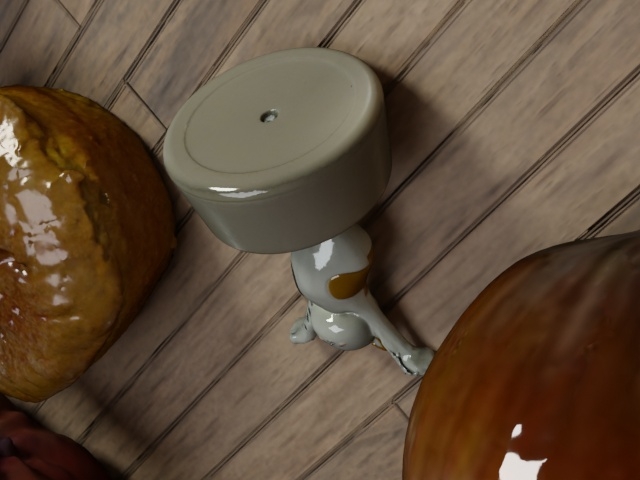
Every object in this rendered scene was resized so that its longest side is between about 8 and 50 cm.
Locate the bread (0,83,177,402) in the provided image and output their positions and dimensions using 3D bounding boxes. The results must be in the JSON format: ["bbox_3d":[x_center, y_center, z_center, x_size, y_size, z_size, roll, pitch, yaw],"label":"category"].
[{"bbox_3d":[-0.280,-0.007,1.439,0.312,0.172,0.312,17,120,32],"label":"bread"}]

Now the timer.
[{"bbox_3d":[0.000,0.000,1.235,0.175,0.175,0.266,13,140,36],"label":"timer"}]

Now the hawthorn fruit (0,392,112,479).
[{"bbox_3d":[-0.434,0.359,1.571,0.471,0.471,0.472,21,126,31],"label":"hawthorn fruit"}]

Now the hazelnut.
[{"bbox_3d":[0.219,0.173,1.023,0.372,0.315,0.372,1,91,21],"label":"hazelnut"}]
